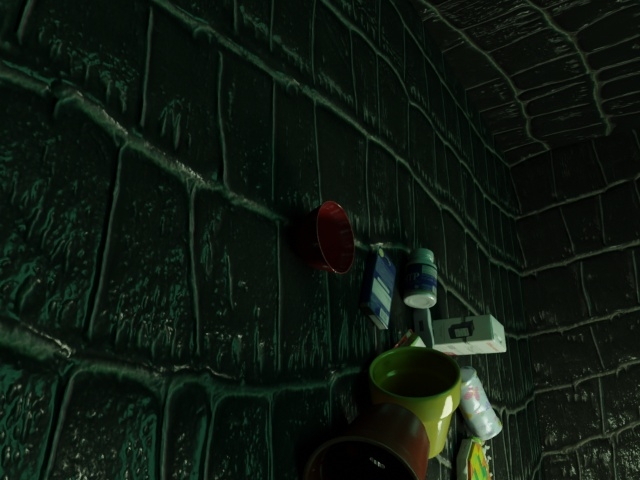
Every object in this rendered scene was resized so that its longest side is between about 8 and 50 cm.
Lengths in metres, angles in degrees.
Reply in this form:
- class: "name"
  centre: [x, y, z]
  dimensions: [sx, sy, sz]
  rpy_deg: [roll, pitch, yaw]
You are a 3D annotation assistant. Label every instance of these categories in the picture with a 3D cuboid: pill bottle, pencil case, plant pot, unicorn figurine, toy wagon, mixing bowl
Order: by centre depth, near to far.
- class: "plant pot"
  centre: [0.131, 0.523, 1.277]
  dimensions: [0.265, 0.272, 0.273]
  rpy_deg: [-21, 98, -68]
- class: "mixing bowl"
  centre: [0.000, 0.000, 1.367]
  dimensions: [0.181, 0.098, 0.182]
  rpy_deg: [29, 55, -52]
- class: "plant pot"
  centre: [0.264, 0.461, 1.532]
  dimensions: [0.254, 0.253, 0.239]
  rpy_deg: [-40, 128, -57]
- class: "pill bottle"
  centre: [0.343, 0.127, 1.889]
  dimensions: [0.112, 0.112, 0.187]
  rpy_deg: [44, 44, -44]
- class: "toy wagon"
  centre: [0.582, 0.920, 2.063]
  dimensions: [0.267, 0.068, 0.345]
  rpy_deg: [-40, 114, -56]
- class: "pencil case"
  centre: [0.588, 0.617, 2.093]
  dimensions: [0.124, 0.113, 0.273]
  rpy_deg: [-31, 99, -17]
- class: "unicorn figurine"
  centre: [0.663, 0.890, 2.231]
  dimensions: [0.111, 0.060, 0.162]
  rpy_deg: [-12, 75, -59]

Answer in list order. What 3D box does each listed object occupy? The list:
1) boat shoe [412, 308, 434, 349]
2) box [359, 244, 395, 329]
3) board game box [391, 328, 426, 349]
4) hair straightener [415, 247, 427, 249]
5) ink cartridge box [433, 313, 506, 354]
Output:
- class: "boat shoe"
  centre: [0.356, 0.328, 1.886]
  dimensions: [0.076, 0.080, 0.229]
  rpy_deg: [40, 40, -45]
- class: "box"
  centre: [0.179, 0.141, 1.681]
  dimensions: [0.136, 0.036, 0.225]
  rpy_deg: [51, 41, -39]
- class: "board game box"
  centre: [0.303, 0.402, 1.748]
  dimensions: [0.124, 0.039, 0.259]
  rpy_deg: [-45, 123, -15]
- class: "hair straightener"
  centre: [0.371, 0.140, 2.010]
  dimensions: [0.089, 0.047, 0.231]
  rpy_deg: [5, 80, -59]
- class: "ink cartridge box"
  centre: [0.535, 0.349, 2.011]
  dimensions: [0.172, 0.237, 0.100]
  rpy_deg: [35, 51, -50]
